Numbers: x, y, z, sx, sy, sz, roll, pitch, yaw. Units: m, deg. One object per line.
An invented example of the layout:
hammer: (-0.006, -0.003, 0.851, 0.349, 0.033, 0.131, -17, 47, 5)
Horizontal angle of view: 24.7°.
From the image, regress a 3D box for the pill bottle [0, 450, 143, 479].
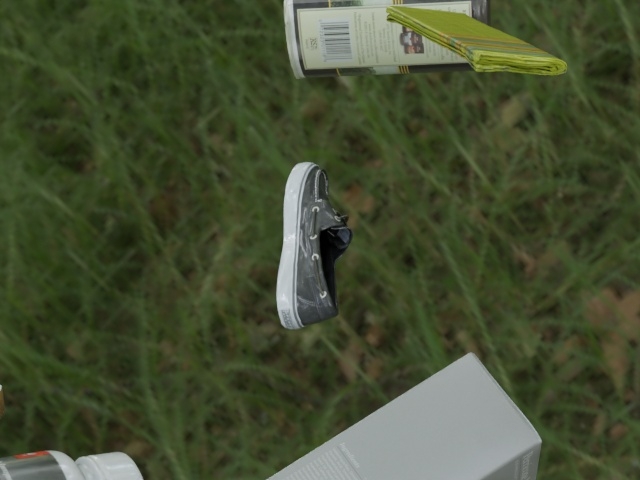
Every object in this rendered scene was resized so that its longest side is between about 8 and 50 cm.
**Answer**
pill bottle: (-0.332, 0.308, 1.535, 0.283, 0.161, 0.161, -6, 11, -30)

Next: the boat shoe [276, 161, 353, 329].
boat shoe: (0.000, 0.000, 1.655, 0.076, 0.080, 0.228, -7, 45, 16)

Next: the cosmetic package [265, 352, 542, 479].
cosmetic package: (0.050, 0.204, 1.145, 0.238, 0.127, 0.107, -29, 61, -11)

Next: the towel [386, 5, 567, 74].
towel: (0.154, -0.206, 1.502, 0.237, 0.102, 0.021, -134, 52, -62)

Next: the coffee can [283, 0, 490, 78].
coffee can: (0.098, -0.332, 2.052, 0.275, 0.201, 0.201, -1, 44, 8)

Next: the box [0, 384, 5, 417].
box: (-0.432, 0.221, 1.687, 0.170, 0.091, 0.130, 125, 168, -72)
